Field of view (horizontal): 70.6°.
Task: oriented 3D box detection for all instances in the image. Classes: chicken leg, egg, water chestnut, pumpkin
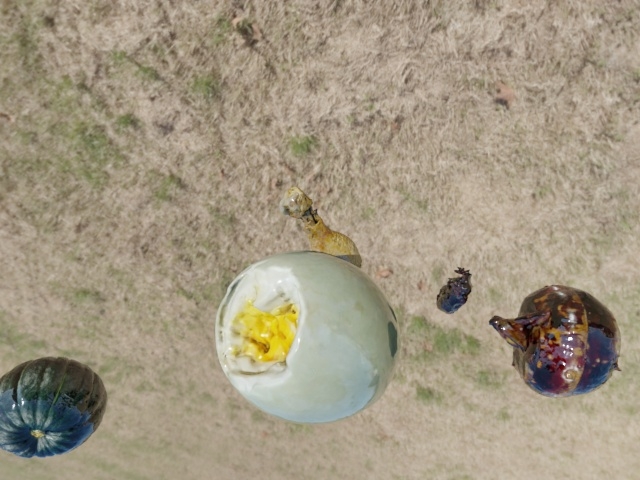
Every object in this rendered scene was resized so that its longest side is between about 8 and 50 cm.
[{"bbox_3d":[0.340,0.136,1.161,0.063,0.105,0.234,26,159,10],"label":"chicken leg"},{"bbox_3d":[-0.003,0.165,0.764,0.278,0.279,0.336,-16,153,32],"label":"egg"},{"bbox_3d":[0.566,0.246,1.123,0.299,0.300,0.300,9,139,8],"label":"water chestnut"},{"bbox_3d":[0.003,-0.001,0.923,0.087,0.107,0.252,-5,129,44],"label":"chicken leg"},{"bbox_3d":[-0.569,0.348,0.945,0.220,0.162,0.221,-6,117,-11],"label":"pumpkin"}]
